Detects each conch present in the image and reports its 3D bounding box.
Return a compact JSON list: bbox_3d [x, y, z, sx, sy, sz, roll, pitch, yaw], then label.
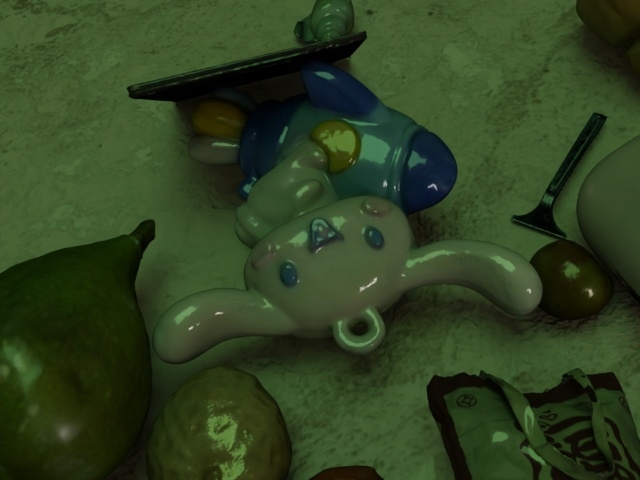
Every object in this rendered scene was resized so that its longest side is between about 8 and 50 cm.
[{"bbox_3d":[0.011,-0.311,1.226,0.065,0.088,0.180,29,39,-21],"label":"conch"}]

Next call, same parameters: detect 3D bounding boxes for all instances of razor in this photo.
[{"bbox_3d":[0.296,-0.086,1.016,0.066,0.033,0.190,24,60,24],"label":"razor"}]

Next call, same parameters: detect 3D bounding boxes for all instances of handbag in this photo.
[{"bbox_3d":[0.209,0.214,0.742,0.213,0.127,0.235,5,46,-16],"label":"handbag"}]

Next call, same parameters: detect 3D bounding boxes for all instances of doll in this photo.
[{"bbox_3d":[0.007,-0.048,0.924,0.376,0.187,0.365,0,58,-16],"label":"doll"}]

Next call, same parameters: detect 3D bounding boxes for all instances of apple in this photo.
[{"bbox_3d":[0.259,0.042,0.894,0.089,0.090,0.074,40,112,32],"label":"apple"}]

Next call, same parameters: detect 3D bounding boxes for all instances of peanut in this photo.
[{"bbox_3d":[-0.098,0.199,0.824,0.140,0.109,0.159,-51,45,10],"label":"peanut"}]

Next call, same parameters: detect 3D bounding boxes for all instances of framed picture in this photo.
[{"bbox_3d":[-0.079,-0.204,1.041,0.256,0.014,0.338,-13,9,1],"label":"framed picture"}]

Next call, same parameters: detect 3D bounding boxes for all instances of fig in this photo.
[{"bbox_3d":[-0.248,0.122,0.868,0.233,0.232,0.314,17,20,21],"label":"fig"}]

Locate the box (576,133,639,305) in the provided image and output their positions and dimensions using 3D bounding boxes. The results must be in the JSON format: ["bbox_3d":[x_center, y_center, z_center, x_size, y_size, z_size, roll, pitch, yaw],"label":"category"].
[{"bbox_3d":[0.456,-0.041,0.851,0.349,0.141,0.288,-32,46,3],"label":"box"}]

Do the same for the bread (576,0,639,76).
[{"bbox_3d":[0.533,-0.347,1.076,0.424,0.329,0.245,-27,95,-11],"label":"bread"}]

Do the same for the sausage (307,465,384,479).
[{"bbox_3d":[-0.006,0.265,0.777,0.179,0.089,0.089,-32,54,-25],"label":"sausage"}]
